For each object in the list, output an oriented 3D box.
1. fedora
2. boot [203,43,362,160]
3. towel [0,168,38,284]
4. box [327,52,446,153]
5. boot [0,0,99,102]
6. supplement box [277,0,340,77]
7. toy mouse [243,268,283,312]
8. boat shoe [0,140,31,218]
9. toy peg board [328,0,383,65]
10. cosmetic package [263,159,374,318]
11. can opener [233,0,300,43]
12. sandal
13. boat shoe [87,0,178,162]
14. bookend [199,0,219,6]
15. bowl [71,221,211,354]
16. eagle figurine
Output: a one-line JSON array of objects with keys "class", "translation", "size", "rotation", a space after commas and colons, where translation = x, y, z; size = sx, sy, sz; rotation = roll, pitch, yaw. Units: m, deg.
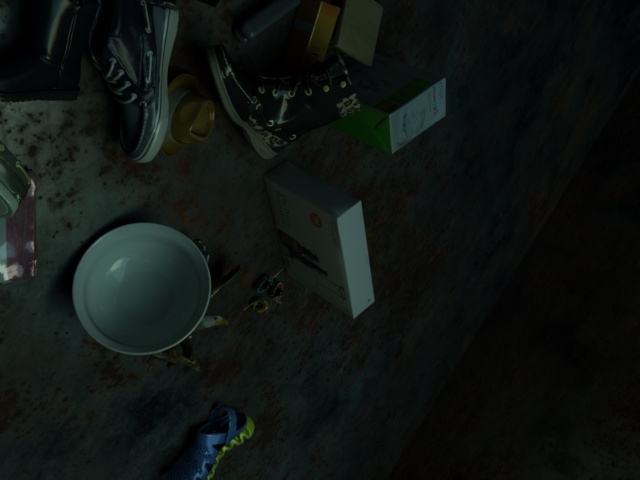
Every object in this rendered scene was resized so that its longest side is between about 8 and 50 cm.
[{"class": "fedora", "translation": [-0.283, -0.265, 1.628], "size": [0.194, 0.079, 0.194], "rotation": [15, 90, -74]}, {"class": "boot", "translation": [-0.078, -0.350, 1.708], "size": [0.284, 0.138, 0.377], "rotation": [-23, 146, 7]}, {"class": "towel", "translation": [-0.687, 0.003, 1.403], "size": [0.329, 0.037, 0.237], "rotation": [-19, 127, -43]}, {"class": "box", "translation": [0.163, -0.368, 1.995], "size": [0.231, 0.262, 0.126], "rotation": [-37, 138, -28]}, {"class": "boot", "translation": [-0.510, -0.352, 1.316], "size": [0.247, 0.094, 0.207], "rotation": [-14, 129, -54]}, {"class": "supplement box", "translation": [-0.034, -0.471, 1.840], "size": [0.078, 0.080, 0.233], "rotation": [1, 111, -50]}, {"class": "toy mouse", "translation": [-0.150, 0.138, 2.162], "size": [0.161, 0.031, 0.143], "rotation": [16, 101, -54]}, {"class": "boat shoe", "translation": [-0.618, -0.176, 1.309], "size": [0.305, 0.109, 0.091], "rotation": [65, 34, -38]}, {"class": "toy peg board", "translation": [0.073, -0.551, 1.934], "size": [0.161, 0.079, 0.160], "rotation": [12, 88, -54]}, {"class": "cosmetic package", "translation": [0.000, 0.000, 2.033], "size": [0.097, 0.284, 0.377], "rotation": [-39, 139, -27]}, {"class": "can opener", "translation": [-0.097, -0.565, 1.721], "size": [0.283, 0.076, 0.095], "rotation": [-43, 109, -22]}, {"class": "sandal", "translation": [-0.334, 0.595, 2.193], "size": [0.317, 0.126, 0.138], "rotation": [-47, 140, -32]}, {"class": "boat shoe", "translation": [-0.386, -0.321, 1.475], "size": [0.158, 0.127, 0.340], "rotation": [-7, 110, -52]}, {"class": "bookend", "translation": [-0.197, -0.523, 1.479], "size": [0.157, 0.072, 0.156], "rotation": [25, 95, -55]}, {"class": "bowl", "translation": [-0.394, 0.119, 1.685], "size": [0.298, 0.298, 0.134], "rotation": [-47, 174, -19]}, {"class": "eagle figurine", "translation": [-0.326, 0.169, 1.876], "size": [0.226, 0.225, 0.298], "rotation": [136, -36, -67]}]
